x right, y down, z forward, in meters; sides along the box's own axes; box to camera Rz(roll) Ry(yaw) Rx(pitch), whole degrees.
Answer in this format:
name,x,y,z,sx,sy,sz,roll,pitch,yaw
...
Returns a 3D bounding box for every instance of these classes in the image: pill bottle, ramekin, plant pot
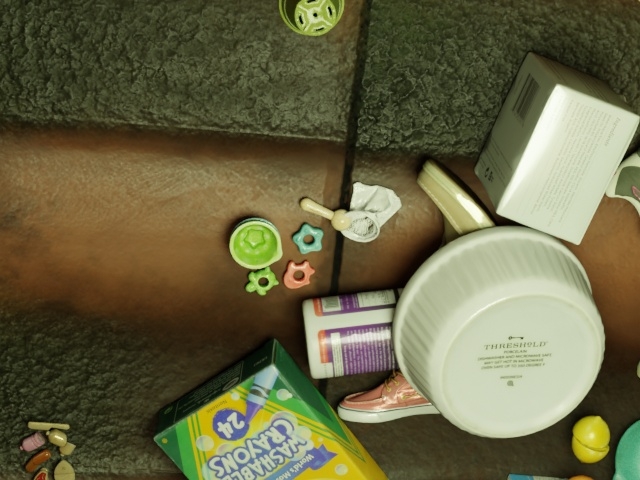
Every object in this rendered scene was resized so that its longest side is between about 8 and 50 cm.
name,x,y,z,sx,sy,sz,roll,pitch,yaw
pill bottle,0.076,0.121,2.025,0.193,0.108,0.108,-6,110,-1
ramekin,0.234,0.129,1.929,0.273,0.127,0.273,-6,119,-11
plant pot,-0.009,-0.286,1.886,0.083,0.079,0.083,-1,111,-3

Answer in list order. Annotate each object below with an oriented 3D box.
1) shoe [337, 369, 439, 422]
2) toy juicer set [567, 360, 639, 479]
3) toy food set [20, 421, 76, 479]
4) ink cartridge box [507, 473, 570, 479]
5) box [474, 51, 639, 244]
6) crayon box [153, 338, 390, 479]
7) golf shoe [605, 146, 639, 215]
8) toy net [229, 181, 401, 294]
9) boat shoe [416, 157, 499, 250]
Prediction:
name,x,y,z,sx,sy,sz,roll,pitch,yaw
shoe,0.109,0.197,2.083,0.178,0.063,0.081,-6,106,-5
toy juicer set,0.449,0.290,2.124,0.209,0.089,0.329,35,76,-5
toy food set,-0.378,0.299,2.107,0.078,0.019,0.122,5,117,-6
ink cartridge box,0.352,0.398,2.171,0.180,0.060,0.104,5,109,-6
box,0.293,-0.119,1.914,0.119,0.181,0.182,20,107,-10
crayon box,-0.049,0.318,2.091,0.203,0.083,0.323,-33,110,15
golf shoe,0.496,-0.018,2.023,0.120,0.105,0.273,-34,103,25
toy net,0.000,0.000,2.009,0.232,0.045,0.122,-17,110,2
boat shoe,0.207,0.025,2.003,0.098,0.109,0.302,-36,114,8
